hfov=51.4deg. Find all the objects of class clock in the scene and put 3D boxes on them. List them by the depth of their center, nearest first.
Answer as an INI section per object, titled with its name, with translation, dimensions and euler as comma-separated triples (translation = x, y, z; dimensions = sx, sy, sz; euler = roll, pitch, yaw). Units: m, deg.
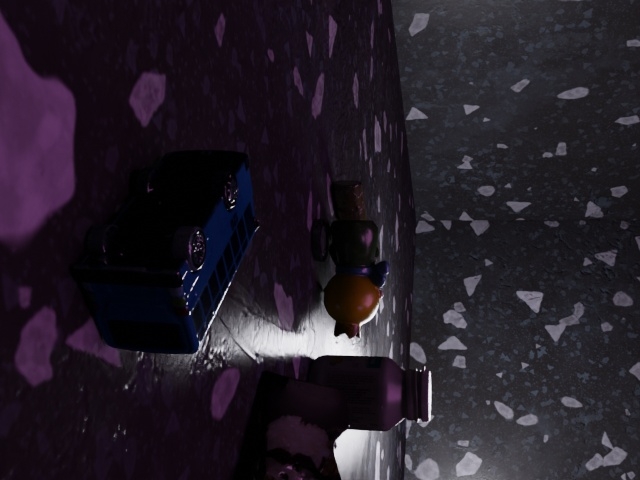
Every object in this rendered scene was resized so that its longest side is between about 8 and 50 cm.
[clock]
translation = 0.000, 0.000, 1.266
dimensions = 0.085, 0.017, 0.085
euler = -1, 90, -78

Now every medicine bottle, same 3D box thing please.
[medicine bottle]
translation = 0.093, 0.281, 1.225
dimensions = 0.135, 0.216, 0.134
euler = -1, 90, -78

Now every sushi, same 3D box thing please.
[sushi]
translation = -0.040, 0.315, 0.882
dimensions = 0.272, 0.134, 0.109
euler = -90, -157, -53

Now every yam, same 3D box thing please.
[yam]
translation = 0.064, -0.074, 1.450
dimensions = 0.069, 0.070, 0.146
euler = -75, 161, -50

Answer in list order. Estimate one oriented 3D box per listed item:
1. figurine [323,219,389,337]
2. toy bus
[figurine]
translation = 0.059, 0.075, 1.334
dimensions = 0.185, 0.128, 0.234
euler = -169, -105, -78
[toy bus]
translation = -0.119, 0.002, 0.568
dimensions = 0.184, 0.090, 0.106
euler = -70, 157, -52
